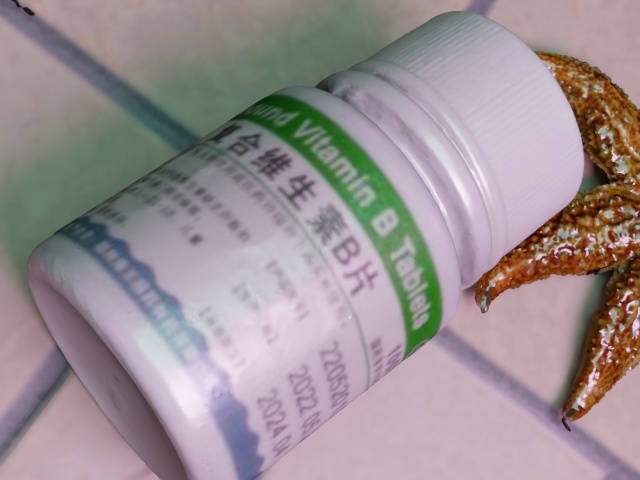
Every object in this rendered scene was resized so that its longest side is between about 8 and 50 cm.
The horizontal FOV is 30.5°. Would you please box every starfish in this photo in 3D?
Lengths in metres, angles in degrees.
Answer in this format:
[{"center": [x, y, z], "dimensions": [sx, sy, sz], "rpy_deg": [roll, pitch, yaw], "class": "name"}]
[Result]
[{"center": [0.184, -0.008, 0.650], "dimensions": [0.227, 0.043, 0.240], "rpy_deg": [-37, 88, -22], "class": "starfish"}]

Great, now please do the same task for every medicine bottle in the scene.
[{"center": [0.000, 0.000, 0.538], "dimensions": [0.237, 0.139, 0.139], "rpy_deg": [-34, 90, -20], "class": "medicine bottle"}]
